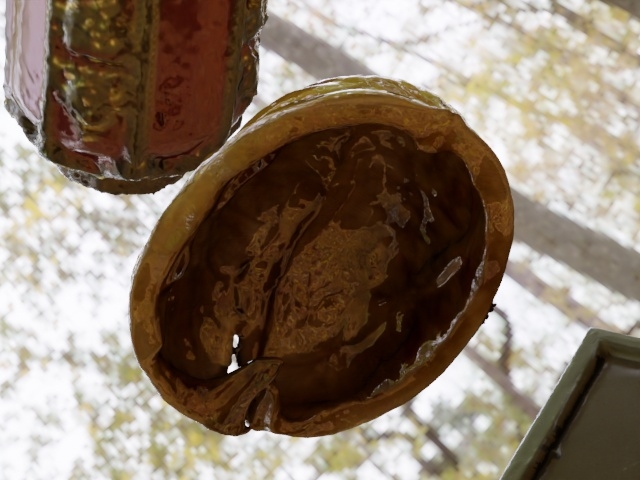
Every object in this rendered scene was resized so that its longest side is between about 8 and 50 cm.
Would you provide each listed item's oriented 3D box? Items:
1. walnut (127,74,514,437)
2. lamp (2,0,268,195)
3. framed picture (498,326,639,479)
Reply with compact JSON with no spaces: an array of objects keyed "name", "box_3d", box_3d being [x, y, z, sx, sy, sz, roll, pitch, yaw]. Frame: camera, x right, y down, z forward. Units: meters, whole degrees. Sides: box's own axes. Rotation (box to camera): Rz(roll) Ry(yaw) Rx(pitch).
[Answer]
[{"name":"walnut","box_3d":[0.001,-0.002,0.811,0.167,0.087,0.211,27,-61,-21]},{"name":"lamp","box_3d":[-0.116,-0.167,1.068,0.177,0.177,0.274,-10,-56,-33]},{"name":"framed picture","box_3d":[0.191,0.170,0.827,0.335,0.247,0.022,-50,-35,-45]}]
